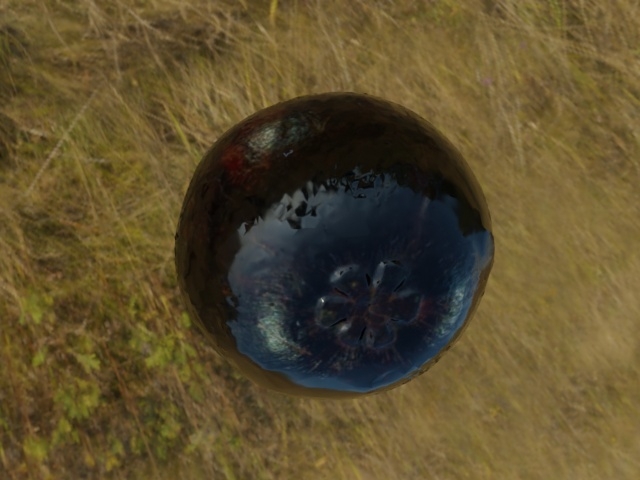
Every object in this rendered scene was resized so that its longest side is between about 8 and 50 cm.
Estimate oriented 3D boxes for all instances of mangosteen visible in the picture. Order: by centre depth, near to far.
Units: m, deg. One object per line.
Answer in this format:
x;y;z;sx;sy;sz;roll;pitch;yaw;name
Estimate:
0.010;0.000;0.563;0.216;0.216;0.216;-21;144;-16;mangosteen
